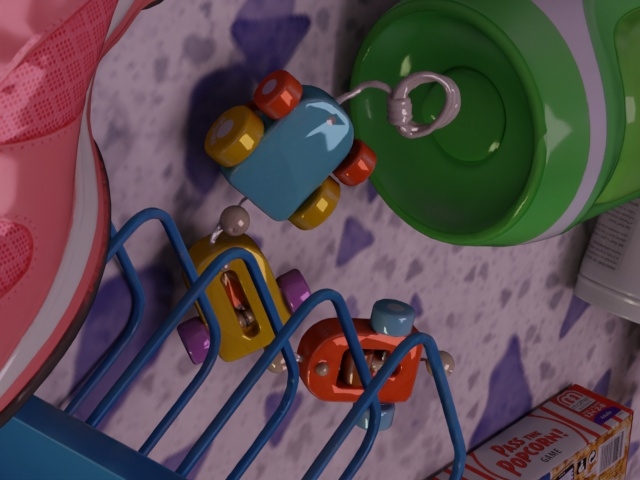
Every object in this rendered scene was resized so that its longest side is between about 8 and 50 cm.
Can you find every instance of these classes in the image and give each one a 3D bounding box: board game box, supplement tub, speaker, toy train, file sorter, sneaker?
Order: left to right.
[{"bbox_3d":[-0.109,-0.078,0.536,0.313,0.116,0.136,-67,156,-19],"label":"sneaker"},{"bbox_3d":[-0.046,0.064,0.689,0.104,0.170,0.118,-53,150,-22],"label":"file sorter"},{"bbox_3d":[0.000,0.000,0.798,0.125,0.046,0.166,-2,115,-20],"label":"toy train"},{"bbox_3d":[0.111,0.197,1.076,0.147,0.045,0.193,-26,128,-42],"label":"board game box"},{"bbox_3d":[0.149,-0.087,0.896,0.296,0.131,0.131,-21,125,-44],"label":"speaker"},{"bbox_3d":[0.187,-0.009,1.032,0.071,0.071,0.107,10,103,-53],"label":"supplement tub"}]
